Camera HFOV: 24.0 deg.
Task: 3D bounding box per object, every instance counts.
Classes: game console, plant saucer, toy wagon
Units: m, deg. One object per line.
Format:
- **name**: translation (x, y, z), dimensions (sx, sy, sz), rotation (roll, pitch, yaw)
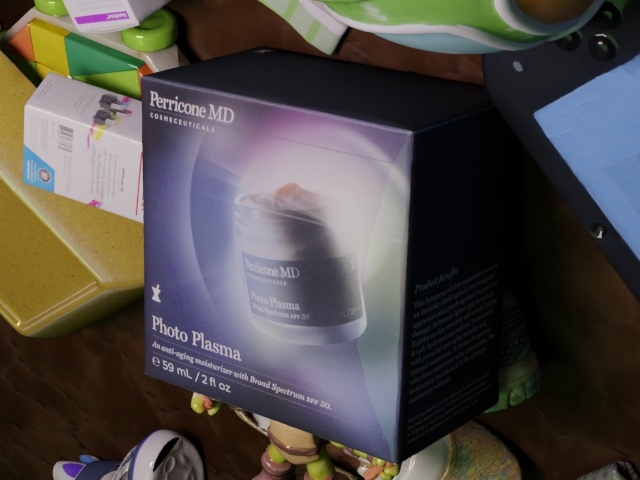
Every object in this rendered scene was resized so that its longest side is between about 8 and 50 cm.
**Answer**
- **game console**: translation (0.330, -0.066, 1.138), dimensions (0.386, 0.060, 0.342), rotation (52, 142, -9)
- **plant saucer**: translation (-0.341, -0.025, 1.669), dimensions (0.333, 0.081, 0.333), rotation (47, 144, -12)
- **toy wagon**: translation (-0.248, -0.148, 1.600), dimensions (0.344, 0.068, 0.267), rotation (23, 137, 26)

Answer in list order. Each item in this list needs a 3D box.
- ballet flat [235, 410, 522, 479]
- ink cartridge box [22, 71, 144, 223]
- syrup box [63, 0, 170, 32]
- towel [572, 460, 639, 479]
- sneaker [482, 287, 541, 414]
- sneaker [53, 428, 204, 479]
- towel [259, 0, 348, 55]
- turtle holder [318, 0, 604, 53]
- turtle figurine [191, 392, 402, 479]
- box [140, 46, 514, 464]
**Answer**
- **ballet flat**: translation (0.042, 0.203, 1.590), dimensions (0.348, 0.123, 0.123), rotation (22, 136, 32)
- **ink cartridge box**: translation (-0.196, -0.084, 1.479), dimensions (0.181, 0.061, 0.104), rotation (19, 134, 7)
- **syrup box**: translation (-0.216, -0.318, 1.394), dimensions (0.096, 0.093, 0.237), rotation (3, 125, 42)
- **towel**: translation (0.328, 0.390, 1.572), dimensions (0.324, 0.056, 0.312), rotation (48, 140, 2)
- **sneaker**: translation (0.090, 0.082, 1.486), dimensions (0.283, 0.110, 0.122), rotation (4, 109, 38)
- **sneaker**: translation (-0.278, 0.335, 2.014), dimensions (0.236, 0.130, 0.323), rotation (21, 142, 23)
- **towel**: translation (-0.009, -0.242, 1.327), dimensions (0.113, 0.023, 0.152), rotation (40, 142, 9)
- **turtle holder**: translation (0.072, -0.238, 1.078), dimensions (0.227, 0.243, 0.320), rotation (29, 152, -36)
- **turtle figurine**: translation (-0.034, 0.191, 1.497), dimensions (0.269, 0.087, 0.217), rotation (15, 138, 13)
- **box**: translation (0.000, 0.000, 1.344), dimensions (0.296, 0.183, 0.294), rotation (14, 112, 34)
